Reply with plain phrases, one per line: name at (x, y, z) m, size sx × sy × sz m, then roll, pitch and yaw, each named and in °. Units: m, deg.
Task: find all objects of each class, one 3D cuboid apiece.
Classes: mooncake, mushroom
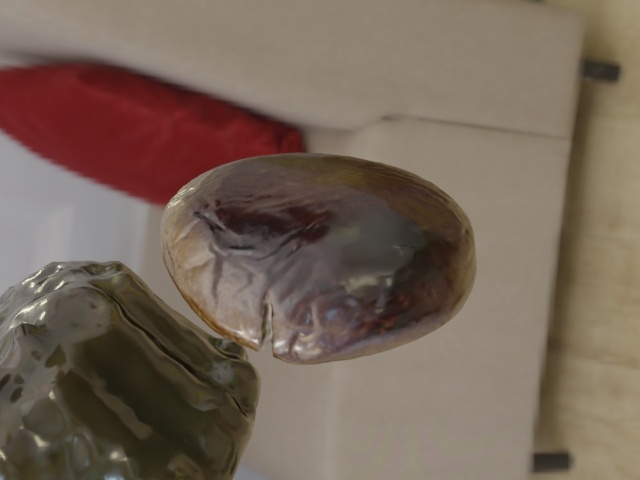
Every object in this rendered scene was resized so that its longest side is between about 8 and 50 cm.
mooncake at (-0.138, 0.108, 0.755) m, size 0.228 × 0.124 × 0.228 m, roll -45°, pitch 13°, yaw 14°
mushroom at (0.000, 0.000, 0.657) m, size 0.123 × 0.123 × 0.052 m, roll 48°, pitch 138°, yaw 50°
